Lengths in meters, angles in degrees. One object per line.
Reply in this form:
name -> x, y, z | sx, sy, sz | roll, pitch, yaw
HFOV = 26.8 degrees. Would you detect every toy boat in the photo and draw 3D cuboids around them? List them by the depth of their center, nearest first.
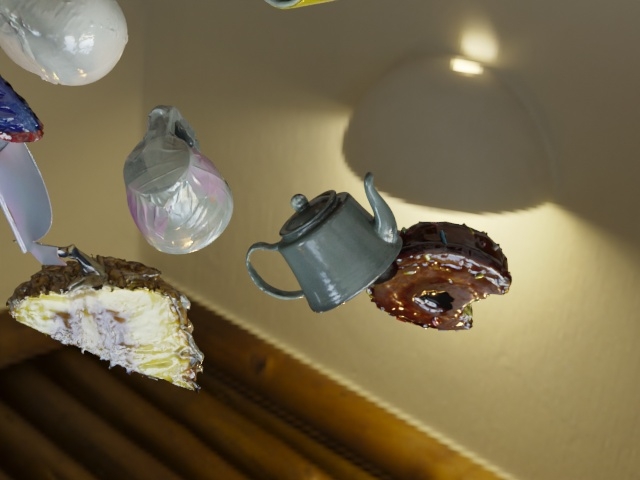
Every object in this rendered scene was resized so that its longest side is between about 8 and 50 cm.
toy boat -> -0.379, -0.092, 1.606 | 0.219, 0.318, 0.072 | -8, -151, 49

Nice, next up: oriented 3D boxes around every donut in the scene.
donut -> 0.180, 0.051, 2.091 | 0.216, 0.230, 0.096 | 12, -122, -4

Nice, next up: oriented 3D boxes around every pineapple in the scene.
pineapple -> -0.296, 0.073, 1.938 | 0.334, 0.158, 0.161 | 20, -147, -16

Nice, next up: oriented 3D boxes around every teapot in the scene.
teapot -> 0.000, 0.000, 1.880 | 0.239, 0.149, 0.162 | -32, -163, 24
teapot -> -0.228, -0.108, 2.195 | 0.163, 0.178, 0.221 | 15, -116, 24

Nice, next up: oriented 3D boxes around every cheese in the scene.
cheese -> -0.361, -0.303, 1.871 | 0.189, 0.198, 0.154 | 36, -102, 19

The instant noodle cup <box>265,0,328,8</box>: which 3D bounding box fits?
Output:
instant noodle cup -> 0.005, -0.470, 2.164 | 0.215, 0.215, 0.236 | 29, -140, 33
